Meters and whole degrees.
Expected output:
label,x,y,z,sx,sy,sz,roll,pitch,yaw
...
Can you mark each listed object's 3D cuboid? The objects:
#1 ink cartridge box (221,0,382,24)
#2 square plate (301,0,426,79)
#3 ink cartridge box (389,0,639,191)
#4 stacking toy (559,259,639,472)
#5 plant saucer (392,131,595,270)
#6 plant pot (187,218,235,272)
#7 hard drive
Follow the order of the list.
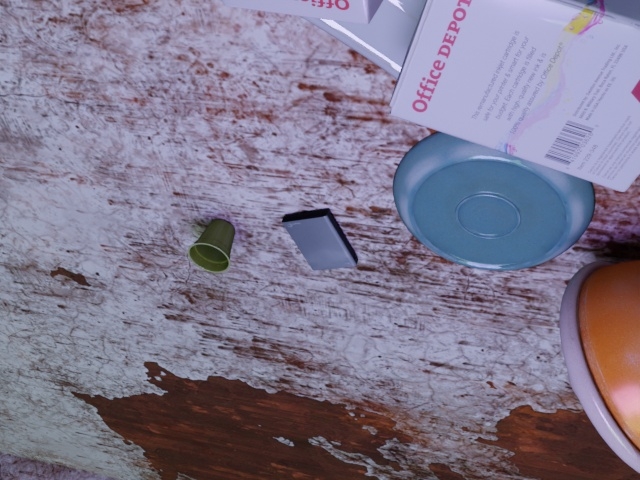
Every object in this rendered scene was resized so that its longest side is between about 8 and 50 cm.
label,x,y,z,sx,sy,sz,roll,pitch,yaw
ink cartridge box,-0.009,-0.365,0.757,0.171,0.168,0.233,14,141,17
square plate,0.123,-0.327,0.929,0.344,0.049,0.347,29,142,-16
ink cartridge box,0.259,-0.210,0.871,0.306,0.131,0.226,20,144,0
stacking toy,0.603,0.108,1.027,0.350,0.351,0.480,35,136,-19
plant saucer,0.267,-0.049,1.212,0.317,0.044,0.318,11,141,9
plant pot,-0.196,0.005,1.431,0.083,0.079,0.083,11,140,9
hard drive,0.000,0.000,1.392,0.094,0.022,0.135,-7,134,29
